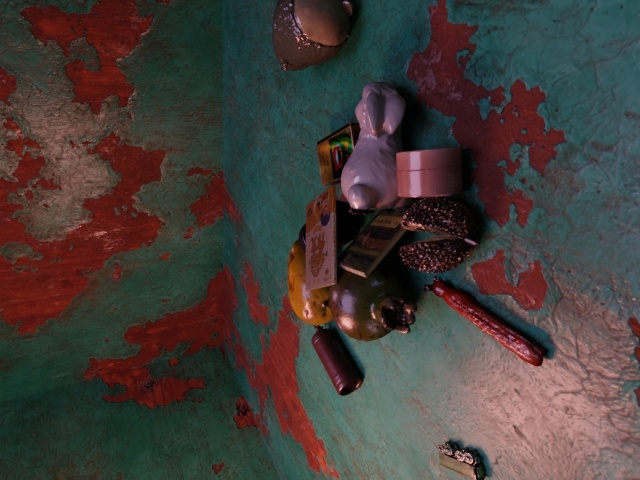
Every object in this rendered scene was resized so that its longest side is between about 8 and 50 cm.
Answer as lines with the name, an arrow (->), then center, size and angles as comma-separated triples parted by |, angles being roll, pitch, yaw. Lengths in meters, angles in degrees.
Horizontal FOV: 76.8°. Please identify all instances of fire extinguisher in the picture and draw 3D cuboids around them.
fire extinguisher -> 0.042, 0.445, 1.608 | 0.344, 0.102, 0.138 | 55, 178, 41

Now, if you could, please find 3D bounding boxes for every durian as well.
durian -> 0.278, -0.010, 0.942 | 0.196, 0.167, 0.196 | 20, 118, 41

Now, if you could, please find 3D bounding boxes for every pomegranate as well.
pomegranate -> 0.153, 0.157, 1.146 | 0.306, 0.242, 0.242 | -41, 62, 62

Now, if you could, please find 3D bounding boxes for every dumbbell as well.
dumbbell -> 0.027, -0.034, 1.419 | 0.218, 0.153, 0.152 | -38, 64, 60

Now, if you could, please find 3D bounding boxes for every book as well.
book -> 0.152, 0.000, 1.146 | 0.024, 0.228, 0.160 | 49, 164, -25
book -> 0.000, 0.000, 1.252 | 0.208, 0.020, 0.295 | 152, 121, -62

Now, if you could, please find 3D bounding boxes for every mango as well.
mango -> -0.032, 0.150, 1.584 | 0.253, 0.182, 0.364 | 116, 148, -53

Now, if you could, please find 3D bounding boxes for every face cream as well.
face cream -> 0.254, -0.159, 0.945 | 0.149, 0.149, 0.104 | 15, 112, 61

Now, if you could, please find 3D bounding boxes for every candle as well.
candle -> 0.369, 0.174, 0.940 | 0.329, 0.048, 0.051 | 40, 145, 51

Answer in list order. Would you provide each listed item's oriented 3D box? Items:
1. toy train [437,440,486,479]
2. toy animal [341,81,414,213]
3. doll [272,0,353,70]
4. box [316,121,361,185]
toy train -> 0.368, 0.583, 1.073 | 0.148, 0.038, 0.070 | -24, 76, 63
toy animal -> 0.150, -0.247, 1.074 | 0.258, 0.194, 0.357 | -23, -67, -75
doll -> -0.041, -0.679, 1.297 | 0.349, 0.247, 0.247 | 178, 84, -69
box -> 0.075, -0.279, 1.342 | 0.240, 0.071, 0.159 | -7, 89, 63
